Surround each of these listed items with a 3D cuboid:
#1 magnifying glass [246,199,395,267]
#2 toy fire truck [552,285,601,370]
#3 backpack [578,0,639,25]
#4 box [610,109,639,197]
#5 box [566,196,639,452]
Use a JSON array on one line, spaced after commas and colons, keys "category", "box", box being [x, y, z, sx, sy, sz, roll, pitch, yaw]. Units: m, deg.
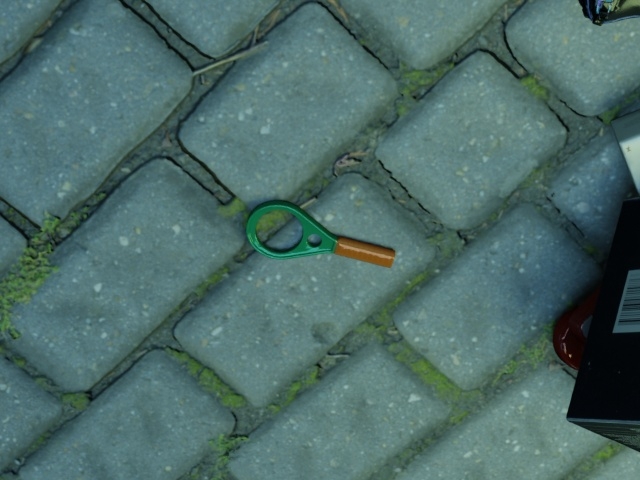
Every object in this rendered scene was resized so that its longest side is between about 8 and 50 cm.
[{"category": "magnifying glass", "box": [0.000, 0.000, 2.106, 0.231, 0.026, 0.092, 15, 115, -3]}, {"category": "toy fire truck", "box": [0.523, 0.158, 2.096, 0.254, 0.169, 0.302, -44, 108, 0]}, {"category": "backpack", "box": [0.418, -0.391, 1.852, 0.158, 0.117, 0.173, -9, 115, 7]}, {"category": "box", "box": [0.485, -0.133, 1.987, 0.101, 0.087, 0.102, -21, 112, 12]}, {"category": "box", "box": [0.552, 0.147, 1.937, 0.313, 0.179, 0.343, 25, 74, -24]}]
